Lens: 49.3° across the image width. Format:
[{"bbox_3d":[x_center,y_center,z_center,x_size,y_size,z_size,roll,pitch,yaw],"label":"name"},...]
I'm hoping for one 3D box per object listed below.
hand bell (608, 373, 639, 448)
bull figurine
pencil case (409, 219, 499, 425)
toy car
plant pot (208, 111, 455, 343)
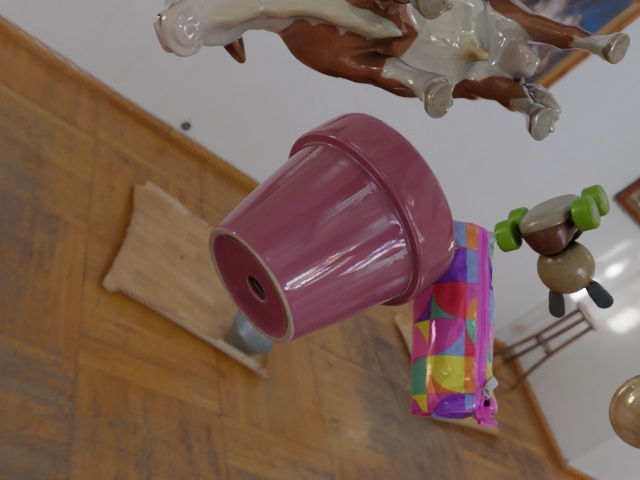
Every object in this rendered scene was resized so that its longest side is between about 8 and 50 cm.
[{"bbox_3d":[0.471,0.279,0.907,0.126,0.126,0.242,49,15,-5],"label":"hand bell"},{"bbox_3d":[0.052,-0.143,0.471,0.310,0.101,0.188,-6,32,-35],"label":"bull figurine"},{"bbox_3d":[0.157,0.093,0.799,0.104,0.104,0.236,25,61,-48],"label":"pencil case"},{"bbox_3d":[0.394,0.029,1.120,0.149,0.155,0.188,-29,99,-54],"label":"toy car"},{"bbox_3d":[0.000,0.000,0.688,0.180,0.201,0.201,-32,83,-28],"label":"plant pot"}]
